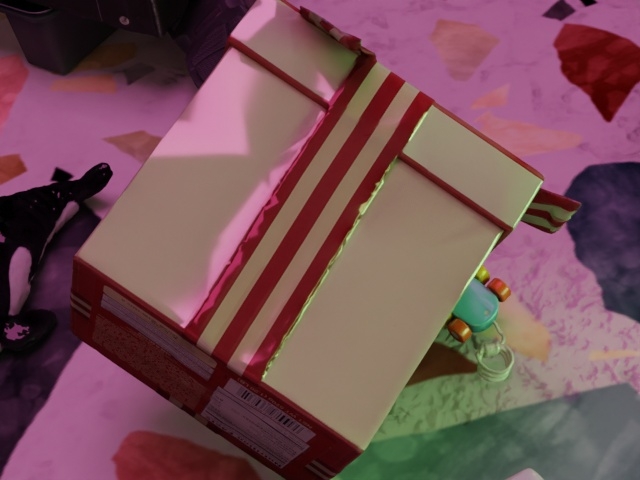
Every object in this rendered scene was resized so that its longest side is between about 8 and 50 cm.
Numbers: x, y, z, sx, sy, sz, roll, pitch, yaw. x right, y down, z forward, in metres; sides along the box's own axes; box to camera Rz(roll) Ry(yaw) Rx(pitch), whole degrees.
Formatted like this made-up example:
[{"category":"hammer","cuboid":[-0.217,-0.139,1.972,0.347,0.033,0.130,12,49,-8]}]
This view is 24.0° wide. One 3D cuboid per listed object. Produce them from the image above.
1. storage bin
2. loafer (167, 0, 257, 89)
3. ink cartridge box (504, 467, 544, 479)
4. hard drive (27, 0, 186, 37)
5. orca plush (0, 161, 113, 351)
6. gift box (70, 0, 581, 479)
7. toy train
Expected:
[{"category":"storage bin","cuboid":[-0.265,-0.240,1.547,0.098,0.091,0.135,20,50,30]},{"category":"loafer","cuboid":[-0.085,-0.207,1.492,0.109,0.095,0.302,-38,35,16]},{"category":"ink cartridge box","cuboid":[0.115,0.343,0.845,0.308,0.091,0.385,-29,44,-18]},{"category":"hard drive","cuboid":[-0.252,-0.338,1.515,0.339,0.064,0.237,18,55,21]},{"category":"orca plush","cuboid":[-0.283,0.012,1.273,0.151,0.102,0.287,25,53,33]},{"category":"gift box","cuboid":[0.000,0.000,1.029,0.255,0.276,0.258,35,70,-4]},{"category":"toy train","cuboid":[0.067,0.069,1.184,0.166,0.046,0.125,3,67,3]}]
